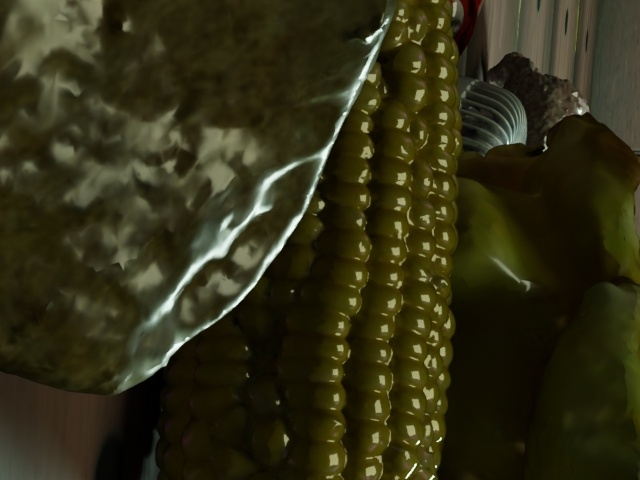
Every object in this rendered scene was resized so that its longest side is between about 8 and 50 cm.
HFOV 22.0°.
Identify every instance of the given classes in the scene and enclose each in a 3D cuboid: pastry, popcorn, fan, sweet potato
[{"bbox_3d":[0.183,-0.068,1.491,0.103,0.112,0.265,64,31,-45],"label":"pastry"},{"bbox_3d":[0.115,0.104,0.921,0.321,0.290,0.325,-29,101,-55],"label":"popcorn"},{"bbox_3d":[0.111,-0.022,1.307,0.244,0.074,0.130,88,25,-49],"label":"fan"},{"bbox_3d":[-0.043,-0.142,0.489,0.158,0.158,0.369,76,16,-53],"label":"sweet potato"}]

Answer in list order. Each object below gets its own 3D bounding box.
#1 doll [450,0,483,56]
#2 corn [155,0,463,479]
[{"bbox_3d":[0.053,-0.137,0.921,0.183,0.085,0.217,-58,168,18],"label":"doll"},{"bbox_3d":[0.000,0.000,0.742,0.130,0.130,0.347,55,38,-69],"label":"corn"}]
